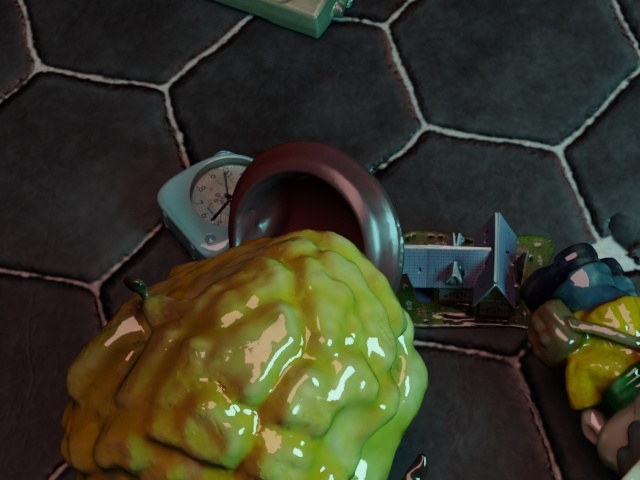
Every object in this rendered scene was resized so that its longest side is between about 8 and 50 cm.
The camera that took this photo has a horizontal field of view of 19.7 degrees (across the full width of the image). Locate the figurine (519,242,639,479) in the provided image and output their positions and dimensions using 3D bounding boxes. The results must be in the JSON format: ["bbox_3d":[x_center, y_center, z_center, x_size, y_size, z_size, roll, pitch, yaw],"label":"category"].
[{"bbox_3d":[0.319,0.146,1.714,0.204,0.185,0.332,-27,60,28],"label":"figurine"}]

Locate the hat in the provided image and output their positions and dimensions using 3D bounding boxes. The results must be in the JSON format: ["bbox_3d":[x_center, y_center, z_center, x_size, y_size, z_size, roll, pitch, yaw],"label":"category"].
[{"bbox_3d":[0.000,0.000,1.839,0.205,0.205,0.089,33,24,20],"label":"hat"}]

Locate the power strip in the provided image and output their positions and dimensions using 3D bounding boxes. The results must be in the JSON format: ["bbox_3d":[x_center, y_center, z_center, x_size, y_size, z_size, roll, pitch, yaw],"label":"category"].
[{"bbox_3d":[-0.101,-0.306,2.080,0.286,0.048,0.080,20,62,16],"label":"power strip"}]

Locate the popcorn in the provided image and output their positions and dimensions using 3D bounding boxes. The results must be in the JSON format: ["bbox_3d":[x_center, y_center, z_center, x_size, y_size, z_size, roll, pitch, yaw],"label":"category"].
[{"bbox_3d":[-0.052,0.169,1.662,0.349,0.349,0.381,-32,101,-15],"label":"popcorn"}]

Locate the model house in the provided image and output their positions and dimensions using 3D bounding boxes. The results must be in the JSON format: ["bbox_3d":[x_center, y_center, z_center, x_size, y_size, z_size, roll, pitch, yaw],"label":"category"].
[{"bbox_3d":[0.151,0.021,1.848,0.167,0.088,0.117,4,60,5],"label":"model house"}]

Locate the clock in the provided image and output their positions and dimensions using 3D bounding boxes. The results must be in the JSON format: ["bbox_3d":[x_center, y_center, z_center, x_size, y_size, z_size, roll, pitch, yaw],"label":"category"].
[{"bbox_3d":[-0.088,-0.043,1.924,0.147,0.045,0.108,-33,65,-16],"label":"clock"}]
